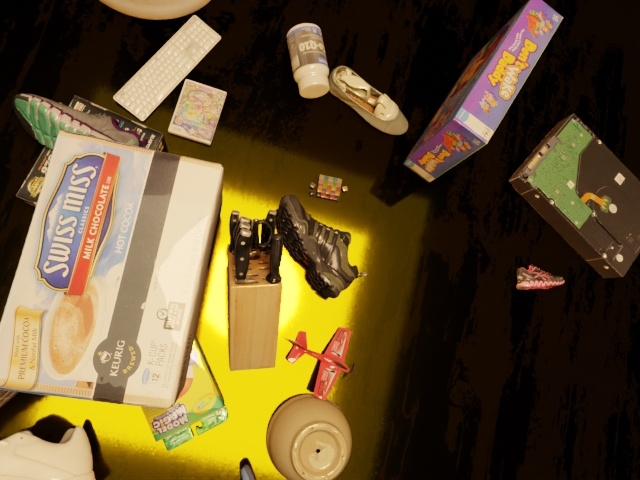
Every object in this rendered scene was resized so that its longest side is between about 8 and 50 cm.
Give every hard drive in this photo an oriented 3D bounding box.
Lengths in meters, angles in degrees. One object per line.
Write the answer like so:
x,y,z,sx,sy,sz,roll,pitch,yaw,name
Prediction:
0.645,-0.106,1.068,0.339,0.064,0.237,44,74,-3,hard drive

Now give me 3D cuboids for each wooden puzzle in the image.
0.018,-0.113,0.954,0.083,0.006,0.049,11,78,-11,wooden puzzle

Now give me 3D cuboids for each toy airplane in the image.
0.000,0.232,0.873,0.151,0.028,0.151,8,67,-18,toy airplane

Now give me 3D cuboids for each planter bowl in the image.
-0.012,0.371,0.806,0.162,0.109,0.162,2,80,-13,planter bowl

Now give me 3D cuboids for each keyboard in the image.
-0.313,-0.360,0.919,0.072,0.014,0.256,37,74,-4,keyboard

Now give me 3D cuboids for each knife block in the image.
-0.114,0.091,0.764,0.088,0.242,0.275,-1,80,-12,knife block

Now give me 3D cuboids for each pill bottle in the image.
-0.024,-0.384,0.956,0.078,0.078,0.137,-9,82,-14,pill bottle

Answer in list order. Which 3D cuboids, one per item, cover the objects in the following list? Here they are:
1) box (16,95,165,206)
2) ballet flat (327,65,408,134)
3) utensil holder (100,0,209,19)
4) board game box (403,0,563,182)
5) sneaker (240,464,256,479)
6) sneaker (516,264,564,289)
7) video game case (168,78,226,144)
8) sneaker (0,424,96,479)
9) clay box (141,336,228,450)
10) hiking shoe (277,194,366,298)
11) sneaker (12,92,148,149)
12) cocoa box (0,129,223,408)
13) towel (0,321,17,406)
-0.421,-0.137,0.833,0.175,0.051,0.220,22,76,-8,box
0.110,-0.307,0.978,0.213,0.068,0.072,32,75,-6,ballet flat
-0.327,-0.657,0.777,0.328,0.385,0.327,2,79,-12,utensil holder
0.335,-0.310,0.945,0.078,0.233,0.347,36,75,-4,board game box
-0.132,0.478,0.788,0.059,0.053,0.144,-7,81,-12,sneaker
0.501,0.082,1.014,0.120,0.047,0.057,0,68,-14,sneaker
-0.253,-0.265,0.917,0.087,0.011,0.121,16,77,-10,video game case
-0.495,0.363,0.664,0.297,0.111,0.129,11,57,-49,sneaker
-0.263,0.252,0.798,0.128,0.053,0.222,-24,85,-15,clay box
0.000,0.000,0.901,0.114,0.086,0.226,-31,94,-30,hiking shoe
-0.427,-0.200,0.793,0.224,0.083,0.098,29,39,4,sneaker
-0.296,0.052,0.682,0.228,0.231,0.346,11,77,-11,cocoa box
-0.563,0.249,0.638,0.284,0.235,0.121,-43,99,-16,towel
